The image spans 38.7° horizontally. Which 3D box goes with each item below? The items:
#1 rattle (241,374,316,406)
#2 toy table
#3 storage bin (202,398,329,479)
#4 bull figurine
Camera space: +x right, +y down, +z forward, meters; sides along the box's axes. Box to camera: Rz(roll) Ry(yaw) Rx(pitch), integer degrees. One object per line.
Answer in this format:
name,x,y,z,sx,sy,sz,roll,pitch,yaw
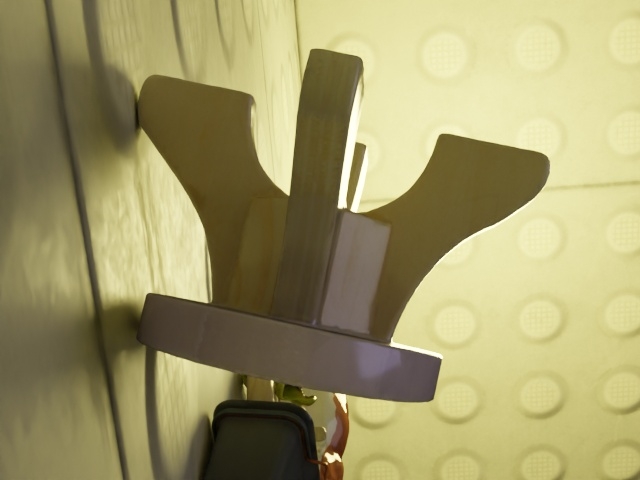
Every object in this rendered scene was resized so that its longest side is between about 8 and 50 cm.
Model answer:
rattle,-0.013,0.211,0.895,0.199,0.143,0.130,-100,-159,-46
toy table,0.000,0.000,0.548,0.274,0.252,0.160,153,-50,-81
storage bin,-0.045,0.208,0.717,0.091,0.098,0.135,-68,156,-59
bull figurine,-0.018,0.202,1.158,0.188,0.101,0.310,78,5,-45
